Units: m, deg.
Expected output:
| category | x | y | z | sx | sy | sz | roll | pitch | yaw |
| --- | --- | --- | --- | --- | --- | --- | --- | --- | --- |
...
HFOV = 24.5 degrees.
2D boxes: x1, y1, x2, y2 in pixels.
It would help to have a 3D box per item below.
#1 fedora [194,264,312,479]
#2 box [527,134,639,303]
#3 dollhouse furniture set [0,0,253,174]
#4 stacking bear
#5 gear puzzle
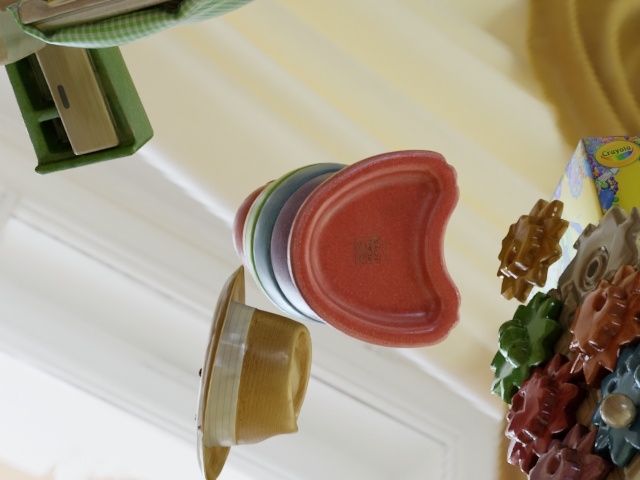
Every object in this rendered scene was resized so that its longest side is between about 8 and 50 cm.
| category | x | y | z | sx | sy | sz | roll | pitch | yaw |
| --- | --- | --- | --- | --- | --- | --- | --- | --- | --- |
| fedora | -0.052 | 0.116 | 1.236 | 0.194 | 0.079 | 0.194 | 9 | 90 | -85 |
| box | 0.376 | 0.068 | 1.745 | 0.290 | 0.177 | 0.279 | 106 | -22 | -59 |
| dollhouse furniture set | -0.142 | -0.123 | 1.071 | 0.301 | 0.151 | 0.197 | -10 | -162 | 26 |
| stacking bear | 0.000 | 0.000 | 1.421 | 0.289 | 0.164 | 0.175 | -169 | -103 | -69 |
| gear puzzle | 0.167 | 0.058 | 1.023 | 0.175 | 0.044 | 0.339 | -57 | -162 | 25 |
